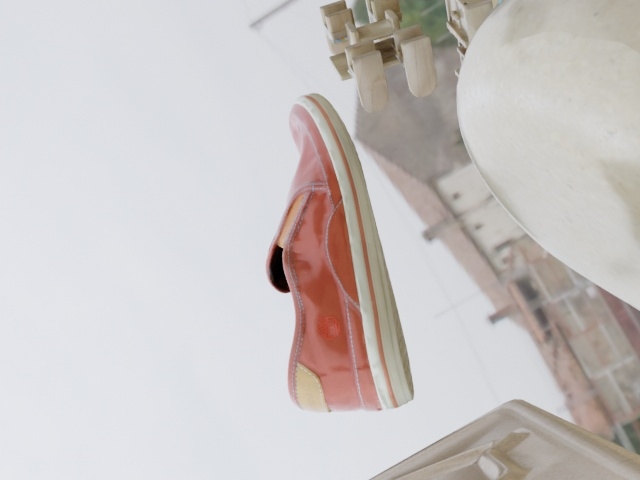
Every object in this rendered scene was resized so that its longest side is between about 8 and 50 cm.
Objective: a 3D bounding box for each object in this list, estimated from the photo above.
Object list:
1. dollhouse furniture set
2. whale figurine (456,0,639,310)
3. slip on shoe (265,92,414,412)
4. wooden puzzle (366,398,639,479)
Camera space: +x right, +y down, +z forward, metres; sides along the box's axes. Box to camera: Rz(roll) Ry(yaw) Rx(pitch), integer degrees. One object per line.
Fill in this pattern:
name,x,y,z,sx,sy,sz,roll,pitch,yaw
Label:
dollhouse furniture set,0.141,-0.278,1.646,0.212,0.242,0.161,-114,7,-54
whale figurine,0.185,-0.022,0.398,0.272,0.141,0.216,36,173,-2
slip on shoe,0.000,0.000,0.901,0.123,0.101,0.331,69,-172,-50
wooden puzzle,-0.025,0.169,0.368,0.081,0.322,0.348,62,177,5
